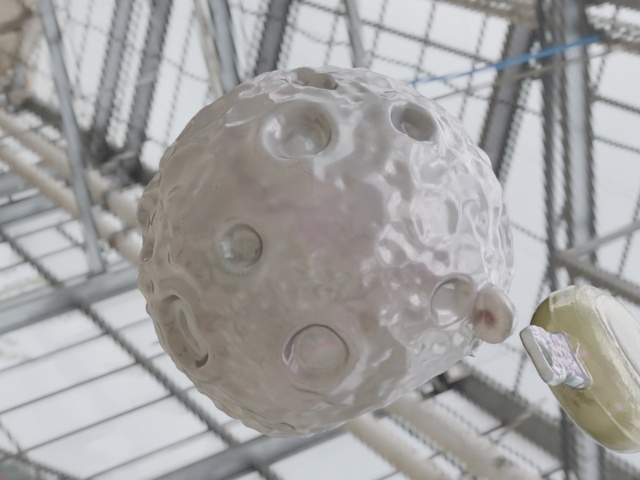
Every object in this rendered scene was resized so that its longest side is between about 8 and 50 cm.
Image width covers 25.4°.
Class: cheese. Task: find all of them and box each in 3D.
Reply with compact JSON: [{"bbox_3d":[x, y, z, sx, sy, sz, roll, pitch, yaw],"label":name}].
[{"bbox_3d":[0.196,0.091,1.045,0.064,0.227,0.137,-37,-114,20],"label":"cheese"}]

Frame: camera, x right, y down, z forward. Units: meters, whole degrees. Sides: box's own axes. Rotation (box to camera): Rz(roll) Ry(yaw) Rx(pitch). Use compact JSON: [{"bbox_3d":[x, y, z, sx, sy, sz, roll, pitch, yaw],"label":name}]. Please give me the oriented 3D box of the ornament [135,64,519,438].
[{"bbox_3d":[0.000,0.000,1.256,0.337,0.337,0.337,43,-37,44],"label":"ornament"}]
